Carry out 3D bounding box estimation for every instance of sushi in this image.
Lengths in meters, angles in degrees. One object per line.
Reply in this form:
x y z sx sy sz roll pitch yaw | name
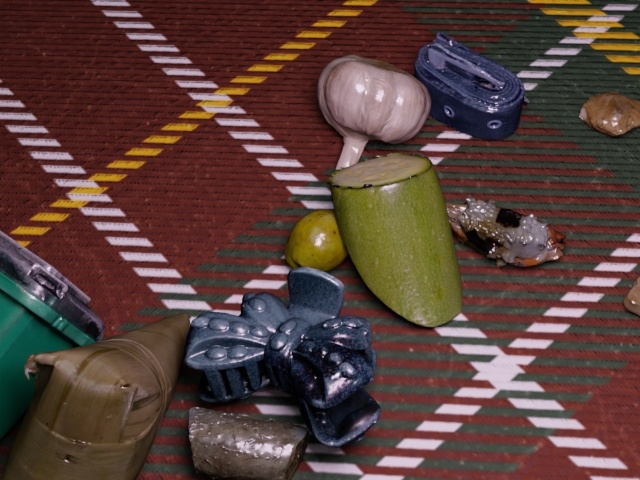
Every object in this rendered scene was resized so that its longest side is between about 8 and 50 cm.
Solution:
0.296 -0.011 1.612 0.226 0.103 0.097 18 79 15 | sushi

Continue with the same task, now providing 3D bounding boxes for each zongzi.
-0.346 0.330 1.458 0.181 0.418 0.447 28 105 8 | zongzi

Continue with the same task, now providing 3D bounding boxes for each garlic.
0.080 -0.216 1.722 0.218 0.218 0.212 24 105 16 | garlic

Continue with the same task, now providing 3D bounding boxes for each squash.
0.124 0.002 1.594 0.189 0.261 0.189 -12 20 4 | squash

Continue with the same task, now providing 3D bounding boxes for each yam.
-0.112 0.310 1.444 0.183 0.107 0.107 6 60 5 | yam

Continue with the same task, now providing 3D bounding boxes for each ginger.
0.552 -0.220 1.735 0.165 0.067 0.096 15 40 11 | ginger

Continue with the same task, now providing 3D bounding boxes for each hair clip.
-0.039 0.175 1.445 0.310 0.194 0.206 15 49 28 | hair clip

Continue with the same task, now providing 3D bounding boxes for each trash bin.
-0.540 0.184 1.454 0.259 0.295 0.381 32 77 19 | trash bin

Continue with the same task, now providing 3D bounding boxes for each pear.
0.000 0.000 1.611 0.107 0.107 0.131 36 71 21 | pear

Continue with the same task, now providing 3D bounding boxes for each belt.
0.266 -0.281 1.749 0.218 0.128 0.122 33 67 21 | belt

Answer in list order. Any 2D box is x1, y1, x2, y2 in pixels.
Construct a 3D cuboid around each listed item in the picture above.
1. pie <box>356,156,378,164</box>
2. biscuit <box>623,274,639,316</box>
0.108 -0.073 1.669 0.153 0.038 0.154 2 74 -8 | pie
0.675 0.116 1.549 0.325 0.044 0.217 34 68 20 | biscuit
